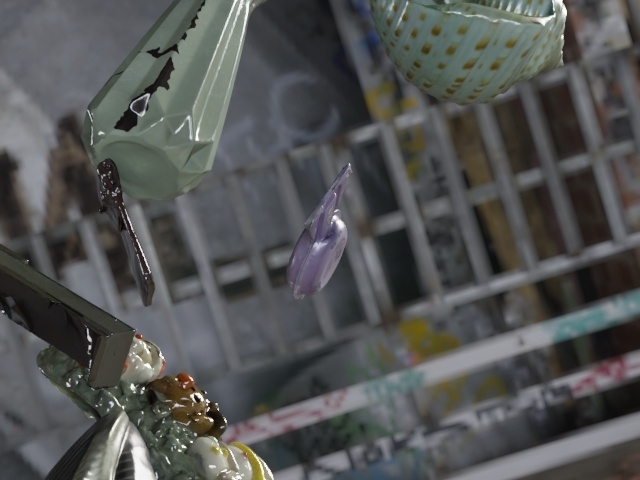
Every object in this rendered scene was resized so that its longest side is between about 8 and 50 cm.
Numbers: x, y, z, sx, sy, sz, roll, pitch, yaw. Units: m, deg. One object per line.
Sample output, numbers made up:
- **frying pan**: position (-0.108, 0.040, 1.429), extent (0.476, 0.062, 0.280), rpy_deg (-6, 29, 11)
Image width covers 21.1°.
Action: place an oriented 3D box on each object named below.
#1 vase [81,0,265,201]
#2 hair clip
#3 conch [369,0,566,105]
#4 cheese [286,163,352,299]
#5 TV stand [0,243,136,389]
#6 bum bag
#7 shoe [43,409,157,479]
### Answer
- **vase**: position (-0.164, -0.216, 2.100), extent (0.165, 0.165, 0.360), rpy_deg (-14, 40, 36)
- **hair clip**: position (-0.119, 0.172, 1.486), extent (0.091, 0.321, 0.138), rpy_deg (-51, -34, 4)
- **conch**: position (0.122, -0.187, 1.540), extent (0.200, 0.131, 0.172), rpy_deg (10, 36, 3)
- **cheese**: position (0.000, 0.000, 1.870), extent (0.105, 0.042, 0.191), rpy_deg (-56, -11, -34)
- **TV stand**: position (-0.245, 0.034, 1.293), extent (0.256, 0.049, 0.040), rpy_deg (28, 17, 30)
- **bum bag**: position (-0.224, -0.006, 1.965), extent (0.026, 0.159, 0.109), rpy_deg (-17, -16, -13)
- **shoe**: position (-0.140, 0.207, 1.167), extent (0.099, 0.112, 0.227), rpy_deg (-48, 14, 19)
